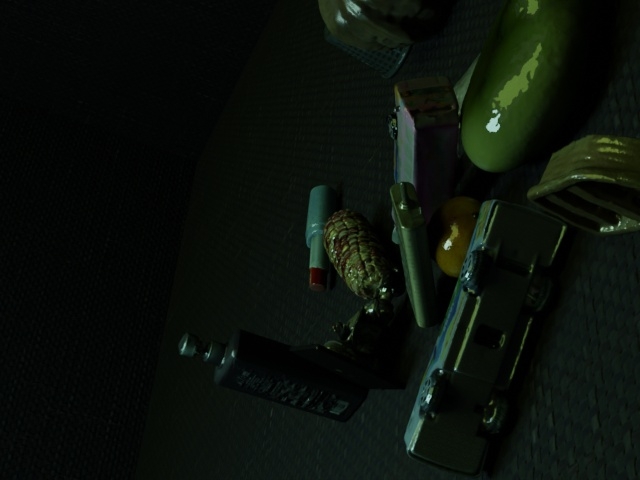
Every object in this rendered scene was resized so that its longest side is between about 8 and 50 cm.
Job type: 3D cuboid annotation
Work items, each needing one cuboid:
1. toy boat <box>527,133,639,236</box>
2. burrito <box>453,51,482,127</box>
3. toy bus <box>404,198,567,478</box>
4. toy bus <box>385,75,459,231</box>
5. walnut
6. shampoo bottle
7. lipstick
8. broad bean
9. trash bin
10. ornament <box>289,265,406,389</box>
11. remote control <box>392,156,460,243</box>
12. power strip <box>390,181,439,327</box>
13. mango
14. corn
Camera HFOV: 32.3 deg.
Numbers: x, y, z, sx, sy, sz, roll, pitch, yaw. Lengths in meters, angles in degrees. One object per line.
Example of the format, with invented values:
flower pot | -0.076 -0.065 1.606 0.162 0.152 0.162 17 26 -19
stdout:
toy boat | 0.306 -0.060 1.151 0.061 0.116 0.188 -68 13 -12
burrito | 0.269 -0.271 1.642 0.275 0.059 0.082 126 151 -47
toy bus | 0.194 0.116 1.358 0.136 0.109 0.329 -145 75 -84
toy bus | 0.150 -0.103 1.612 0.274 0.090 0.112 86 173 -47
walnut | 0.114 -0.469 2.055 0.248 0.248 0.248 -161 90 -75
shampoo bottle | -0.081 0.213 1.804 0.098 0.310 0.071 125 157 -44
lipstick | 0.000 0.000 2.252 0.274 0.061 0.068 -87 23 -44
broad bean | 0.272 -0.225 1.458 0.238 0.119 0.291 -110 40 -67
trash bin | 0.097 -0.435 2.250 0.175 0.161 0.175 -163 90 -76
ornament | 0.072 0.118 1.740 0.196 0.153 0.166 -65 14 -15
remote control | 0.171 -0.063 1.765 0.065 0.029 0.166 -29 -23 -51
power strip | 0.132 0.012 1.554 0.268 0.034 0.092 76 -179 -46
mango | 0.194 -0.008 1.540 0.165 0.089 0.115 -119 40 -74
corn | 0.069 0.026 1.925 0.290 0.098 0.098 -120 50 -66
